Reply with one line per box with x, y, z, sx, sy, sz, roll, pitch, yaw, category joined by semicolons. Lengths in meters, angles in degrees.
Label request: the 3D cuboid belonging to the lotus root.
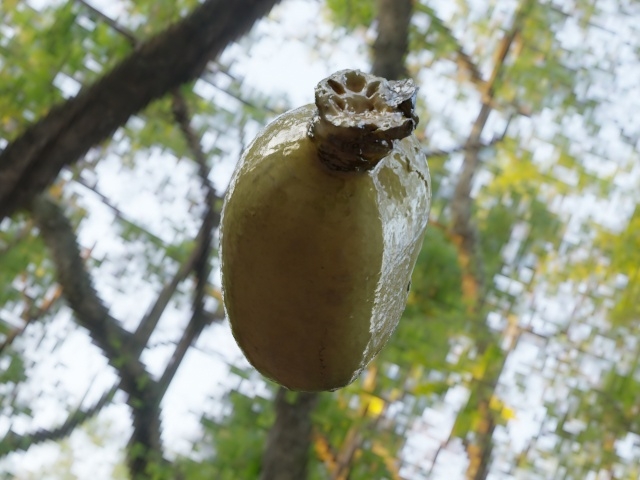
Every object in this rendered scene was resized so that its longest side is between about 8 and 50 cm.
0.000;-0.003;1.215;0.131;0.146;0.303;30;-39;18;lotus root
